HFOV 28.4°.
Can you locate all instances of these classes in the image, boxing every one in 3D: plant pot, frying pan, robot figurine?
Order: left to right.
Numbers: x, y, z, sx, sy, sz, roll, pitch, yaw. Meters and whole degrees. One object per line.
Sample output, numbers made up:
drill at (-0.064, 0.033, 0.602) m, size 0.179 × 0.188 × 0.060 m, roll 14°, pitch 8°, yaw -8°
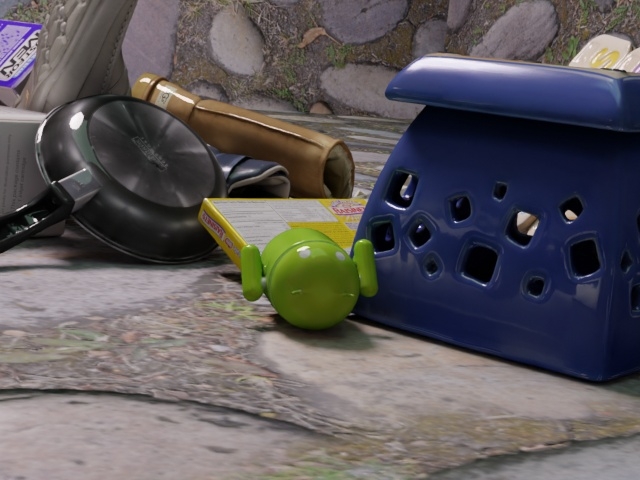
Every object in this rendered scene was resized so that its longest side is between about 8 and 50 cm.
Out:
frying pan at (-0.211, -0.064, 1.113) m, size 0.326 × 0.053 × 0.197 m, roll 1°, pitch 51°, yaw -43°
robot figurine at (-0.009, 0.028, 0.936) m, size 0.101 × 0.067 × 0.115 m, roll 0°, pitch 10°, yaw -12°
plant pot at (0.181, -0.031, 0.984) m, size 0.236 × 0.212 × 0.236 m, roll 12°, pitch 11°, yaw 38°

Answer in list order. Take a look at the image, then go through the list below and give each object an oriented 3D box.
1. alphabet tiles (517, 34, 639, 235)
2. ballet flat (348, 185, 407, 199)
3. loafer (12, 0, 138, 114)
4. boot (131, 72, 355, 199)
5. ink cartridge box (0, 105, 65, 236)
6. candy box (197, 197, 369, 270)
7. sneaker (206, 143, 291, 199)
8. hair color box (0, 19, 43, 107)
alphabet tiles at (0.215, -0.086, 1.230) m, size 0.021 × 0.284 × 0.278 m, roll 44°, pitch -1°, yaw -29°
ballet flat at (0.073, -0.034, 1.340) m, size 0.068 × 0.072 × 0.213 m, roll 36°, pitch 20°, yaw 15°
loafer at (-0.235, -0.153, 1.267) m, size 0.111 × 0.319 × 0.112 m, roll 12°, pitch 46°, yaw -24°
boot at (-0.085, -0.092, 1.539) m, size 0.269 × 0.089 × 0.236 m, roll 21°, pitch -13°, yaw 20°
ink cartridge box at (-0.400, -0.072, 1.145) m, size 0.207 × 0.117 × 0.283 m, roll 14°, pitch 11°, yaw 40°
candy box at (0.000, 0.000, 1.137) m, size 0.206 × 0.027 × 0.105 m, roll -1°, pitch 34°, yaw -40°
sneaker at (-0.097, -0.054, 1.354) m, size 0.163 × 0.086 × 0.226 m, roll 13°, pitch 7°, yaw 17°
hair color box at (-0.375, -0.165, 1.503) m, size 0.339 × 0.110 × 0.185 m, roll 16°, pitch -30°, yaw 43°
